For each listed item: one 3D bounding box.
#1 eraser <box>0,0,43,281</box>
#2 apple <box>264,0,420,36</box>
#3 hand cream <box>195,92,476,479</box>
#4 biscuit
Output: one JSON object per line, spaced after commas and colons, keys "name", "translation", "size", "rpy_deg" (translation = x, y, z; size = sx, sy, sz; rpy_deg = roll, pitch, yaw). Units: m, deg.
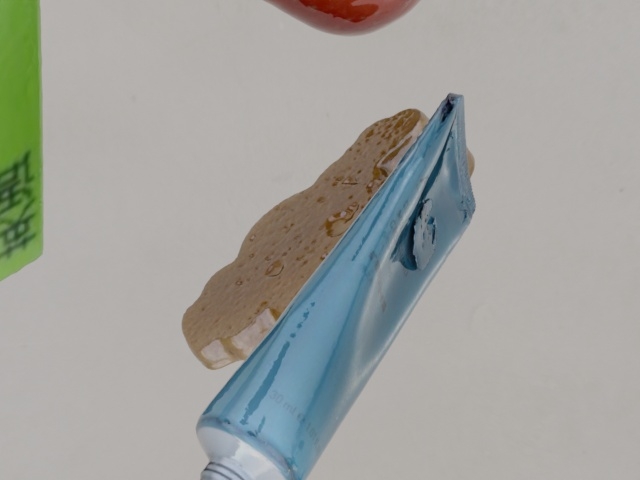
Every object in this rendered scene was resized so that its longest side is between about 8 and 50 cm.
{"name": "eraser", "translation": [-0.297, -0.125, 0.760], "size": [0.210, 0.274, 0.092], "rpy_deg": [33, 45, 19]}
{"name": "apple", "translation": [0.001, -0.313, 0.942], "size": [0.260, 0.260, 0.216], "rpy_deg": [30, 107, 1]}
{"name": "hand cream", "translation": [0.017, 0.028, 0.455], "size": [0.048, 0.083, 0.224], "rpy_deg": [16, 51, 30]}
{"name": "biscuit", "translation": [0.002, 0.003, 0.904], "size": [0.295, 0.186, 0.044], "rpy_deg": [-39, 117, 3]}
